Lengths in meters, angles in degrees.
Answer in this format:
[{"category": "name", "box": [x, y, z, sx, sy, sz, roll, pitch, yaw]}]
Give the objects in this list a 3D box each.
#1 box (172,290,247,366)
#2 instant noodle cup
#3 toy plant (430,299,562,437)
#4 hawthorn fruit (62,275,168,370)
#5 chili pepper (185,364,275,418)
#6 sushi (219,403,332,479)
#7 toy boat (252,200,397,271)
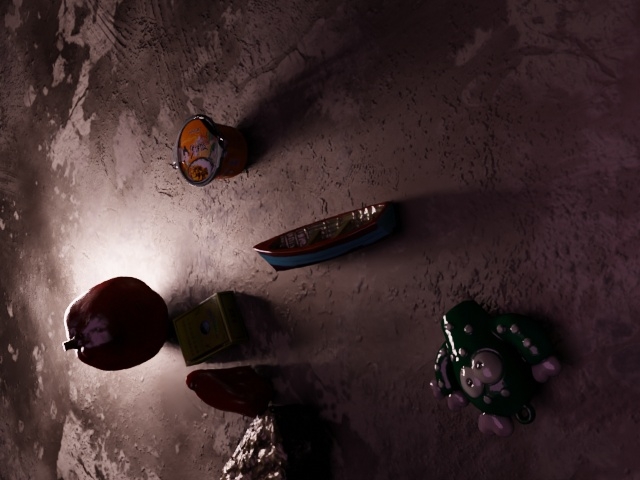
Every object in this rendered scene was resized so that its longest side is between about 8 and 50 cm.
[{"category": "box", "box": [-0.297, 0.237, 1.822, 0.220, 0.064, 0.141, -29, 72, 38]}, {"category": "instant noodle cup", "box": [-0.262, -0.224, 1.720, 0.208, 0.125, 0.178, 17, 104, 40]}, {"category": "toy plant", "box": [0.308, 0.230, 1.240, 0.243, 0.112, 0.233, 32, 112, 42]}, {"category": "hawthorn fruit", "box": [-0.588, 0.240, 1.924, 0.265, 0.307, 0.265, 11, 107, 40]}, {"category": "chili pepper", "box": [-0.225, 0.367, 1.646, 0.136, 0.252, 0.144, -26, 67, 21]}, {"category": "sushi", "box": [-0.119, 0.547, 1.606, 0.211, 0.170, 0.350, 46, 120, 32]}, {"category": "toy boat", "box": [0.000, 0.000, 1.512, 0.392, 0.136, 0.079, -18, 112, 41]}]
